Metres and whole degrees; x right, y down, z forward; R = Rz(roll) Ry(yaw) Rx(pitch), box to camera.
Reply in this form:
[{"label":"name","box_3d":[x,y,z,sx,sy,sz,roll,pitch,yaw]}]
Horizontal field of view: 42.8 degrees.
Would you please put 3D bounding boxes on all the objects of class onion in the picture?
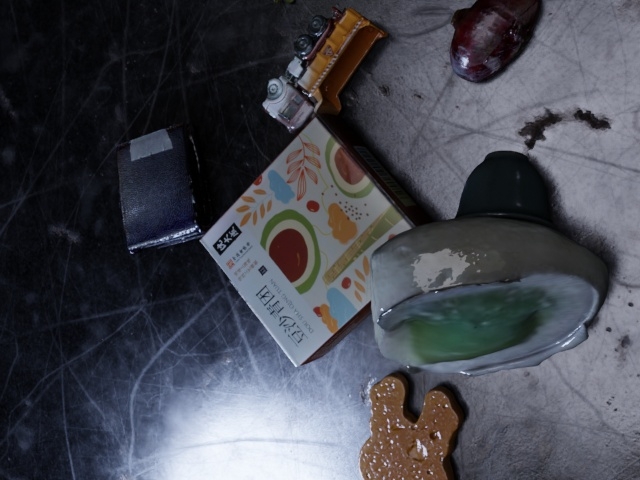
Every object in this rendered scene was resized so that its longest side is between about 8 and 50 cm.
[{"label":"onion","box_3d":[0.306,-0.396,1.510,0.151,0.098,0.205,33,106,18]}]

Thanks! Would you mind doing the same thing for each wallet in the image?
[{"label":"wallet","box_3d":[-0.360,-0.116,1.856,0.221,0.071,0.262,-15,83,30]}]

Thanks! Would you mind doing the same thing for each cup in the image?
[{"label":"cup","box_3d":[0.334,-0.081,1.485,0.199,0.199,0.149,-1,72,25]}]

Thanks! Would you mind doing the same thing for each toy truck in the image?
[{"label":"toy truck","box_3d":[0.006,-0.341,1.647,0.135,0.114,0.270,43,106,22]}]

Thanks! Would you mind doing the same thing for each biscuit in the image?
[{"label":"biscuit","box_3d":[0.175,0.439,1.643,0.202,0.047,0.333,10,95,25]}]

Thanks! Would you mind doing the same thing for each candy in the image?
[{"label":"candy","box_3d":[0.285,0.091,1.441,0.427,0.386,0.186,-8,52,17]}]

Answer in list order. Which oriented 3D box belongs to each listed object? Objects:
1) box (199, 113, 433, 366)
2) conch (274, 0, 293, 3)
[{"label":"box","box_3d":[0.000,0.000,1.657,0.385,0.122,0.344,-45,76,20]},{"label":"conch","box_3d":[-0.054,-0.571,1.685,0.106,0.079,0.170,24,118,28]}]
